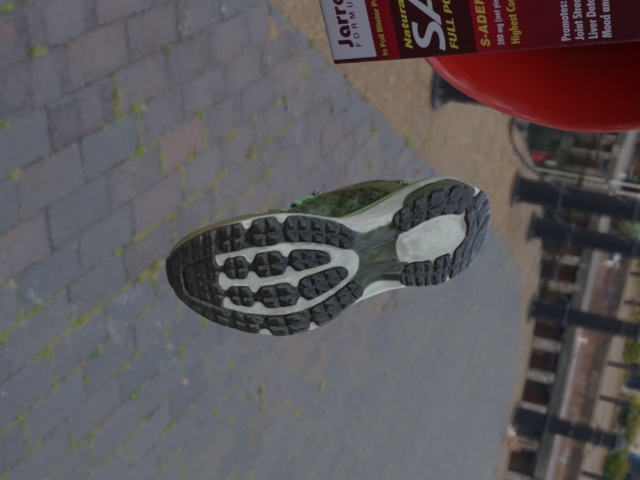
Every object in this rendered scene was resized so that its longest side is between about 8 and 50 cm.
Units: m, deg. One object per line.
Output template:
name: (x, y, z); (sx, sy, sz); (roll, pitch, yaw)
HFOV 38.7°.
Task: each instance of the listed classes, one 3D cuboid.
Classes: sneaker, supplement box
sneaker: (0.000, 0.000, 1.141); (0.411, 0.182, 0.158); (-10, 112, -22)
supplement box: (0.113, -0.181, 0.527); (0.073, 0.240, 0.130); (-54, 137, -49)

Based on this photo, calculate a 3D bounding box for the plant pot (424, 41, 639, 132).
plant pot: (0.257, -0.275, 0.898); (0.243, 0.275, 0.275); (-68, 158, -16)
